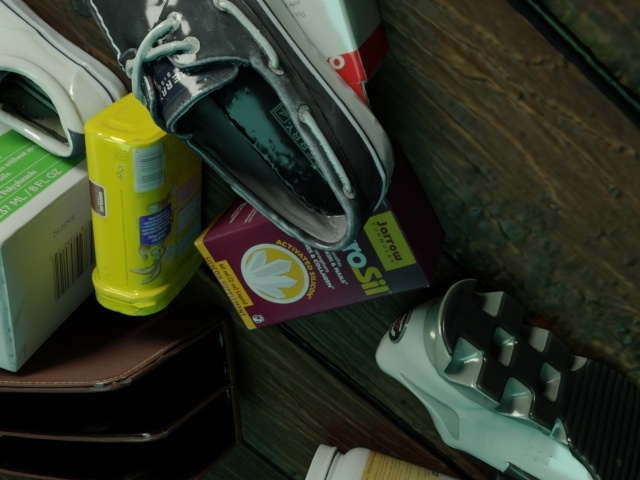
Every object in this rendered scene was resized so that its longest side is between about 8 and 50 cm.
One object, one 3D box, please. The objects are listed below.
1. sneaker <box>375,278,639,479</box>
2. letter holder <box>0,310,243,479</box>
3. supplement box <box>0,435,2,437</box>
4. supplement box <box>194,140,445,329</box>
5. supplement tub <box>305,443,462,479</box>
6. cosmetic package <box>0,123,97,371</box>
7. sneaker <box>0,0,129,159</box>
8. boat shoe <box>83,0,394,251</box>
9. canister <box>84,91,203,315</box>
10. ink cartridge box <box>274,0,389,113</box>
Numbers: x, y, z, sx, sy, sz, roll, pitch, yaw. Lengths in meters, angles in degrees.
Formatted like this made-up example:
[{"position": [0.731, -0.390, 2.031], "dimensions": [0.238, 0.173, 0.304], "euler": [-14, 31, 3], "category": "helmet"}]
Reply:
[{"position": [0.194, 0.166, 0.635], "dimensions": [0.330, 0.122, 0.146], "euler": [41, 145, -10], "category": "sneaker"}, {"position": [-0.268, 0.173, 0.710], "dimensions": [0.302, 0.214, 0.152], "euler": [-2, 99, 21], "category": "letter holder"}, {"position": [-0.427, 0.277, 0.964], "dimensions": [0.083, 0.055, 0.043], "euler": [12, 127, 14], "category": "supplement box"}, {"position": [0.000, 0.000, 0.602], "dimensions": [0.188, 0.081, 0.104], "euler": [-17, 115, 29], "category": "supplement box"}, {"position": [0.077, 0.313, 0.744], "dimensions": [0.199, 0.144, 0.144], "euler": [16, 126, 10], "category": "supplement tub"}, {"position": [-0.398, -0.040, 0.654], "dimensions": [0.365, 0.197, 0.155], "euler": [18, 127, 7], "category": "cosmetic package"}, {"position": [-0.291, -0.166, 0.592], "dimensions": [0.258, 0.091, 0.094], "euler": [31, 128, -2], "category": "sneaker"}, {"position": [-0.075, -0.113, 0.441], "dimensions": [0.108, 0.102, 0.301], "euler": [-33, 106, 35], "category": "boat shoe"}, {"position": [-0.152, -0.038, 0.608], "dimensions": [0.073, 0.126, 0.170], "euler": [15, 124, 11], "category": "canister"}, {"position": [-0.037, -0.178, 0.498], "dimensions": [0.134, 0.078, 0.231], "euler": [-6, 120, 25], "category": "ink cartridge box"}]
